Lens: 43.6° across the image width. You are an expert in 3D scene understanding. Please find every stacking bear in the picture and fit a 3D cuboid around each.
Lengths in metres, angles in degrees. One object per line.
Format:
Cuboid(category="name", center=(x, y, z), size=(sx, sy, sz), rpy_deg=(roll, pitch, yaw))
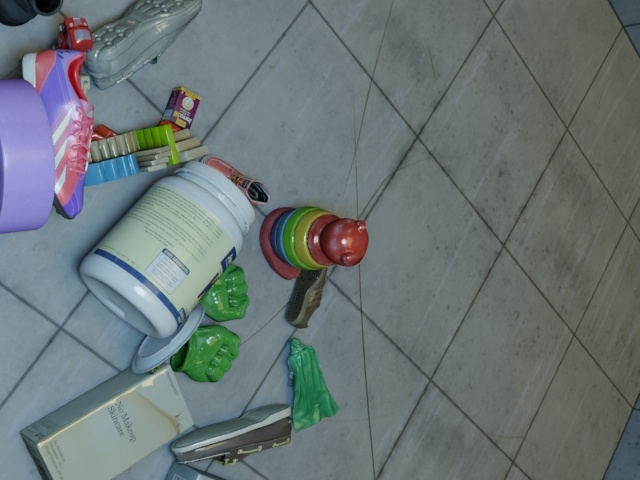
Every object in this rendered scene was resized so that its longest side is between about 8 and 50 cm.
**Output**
Cuboid(category="stacking bear", center=(0.000, 0.000, 1.874), size=(0.164, 0.289, 0.175), rpy_deg=(40, 69, -33))

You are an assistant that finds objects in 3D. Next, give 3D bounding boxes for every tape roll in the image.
Cuboid(category="tape roll", center=(-0.568, -0.150, 1.431), size=(0.090, 0.275, 0.274), rpy_deg=(-8, 98, -39))

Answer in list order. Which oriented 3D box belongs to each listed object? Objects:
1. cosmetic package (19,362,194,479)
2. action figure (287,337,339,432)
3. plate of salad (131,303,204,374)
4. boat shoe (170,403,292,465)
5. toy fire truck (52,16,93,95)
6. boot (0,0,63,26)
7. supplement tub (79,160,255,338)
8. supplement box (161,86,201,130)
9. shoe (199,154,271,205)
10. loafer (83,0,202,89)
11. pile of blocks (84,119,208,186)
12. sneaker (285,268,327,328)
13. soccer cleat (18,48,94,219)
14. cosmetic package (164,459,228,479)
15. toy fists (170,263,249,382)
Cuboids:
Cuboid(category="cosmetic package", center=(-0.438, 0.391, 1.666), size=(0.310, 0.113, 0.160), rpy_deg=(-31, 110, -32))
Cuboid(category="action figure", center=(-0.037, 0.348, 2.007), size=(0.137, 0.064, 0.232), rpy_deg=(-23, 110, -33))
Cuboid(category="plate of salad", center=(-0.317, 0.212, 1.693), size=(0.200, 0.200, 0.048), rpy_deg=(-49, 114, -25))
Cuboid(category="boat shoe", center=(-0.197, 0.468, 1.859), size=(0.325, 0.117, 0.096), rpy_deg=(-11, 96, -43))
Cuboid(category="toy fire truck", center=(-0.485, -0.329, 1.575), size=(0.047, 0.192, 0.135), rpy_deg=(-16, 74, -37))
Cuboid(category="boot", center=(-0.559, -0.567, 1.448), size=(0.118, 0.223, 0.338), rpy_deg=(-29, 110, -33))
Cuboid(category="supplement tub", center=(-0.311, 0.015, 1.666), size=(0.324, 0.235, 0.235), rpy_deg=(-52, 121, -23))
Cuboid(category="supplement box", center=(-0.309, -0.291, 1.773), size=(0.055, 0.043, 0.083), rpy_deg=(25, 78, -38))
Cuboid(category="shoe", center=(-0.194, -0.139, 1.847), size=(0.178, 0.081, 0.063), rpy_deg=(40, 69, -33))
Cuboid(category="loafer", center=(-0.371, -0.432, 1.692), size=(0.319, 0.112, 0.111), rpy_deg=(-44, 154, -33))
Cuboid(category="pile of blocks", center=(-0.405, -0.190, 1.637), size=(0.362, 0.149, 0.112), rpy_deg=(-21, 105, -35))
Cuboid(category="sneaker", center=(-0.027, 0.132, 2.015), size=(0.071, 0.066, 0.188), rpy_deg=(40, 73, -50))
Cuboid(category="soccer cleat", center=(-0.472, -0.200, 1.492), size=(0.117, 0.108, 0.318), rpy_deg=(-11, 91, -2))
Cuboid(category="cosmetic package", center=(-0.236, 0.595, 1.826), size=(0.238, 0.127, 0.107), rpy_deg=(36, 70, -32))
Cuboid(category="toy fists", center=(-0.239, 0.186, 1.822), size=(0.142, 0.096, 0.279), rpy_deg=(16, 81, -38))
